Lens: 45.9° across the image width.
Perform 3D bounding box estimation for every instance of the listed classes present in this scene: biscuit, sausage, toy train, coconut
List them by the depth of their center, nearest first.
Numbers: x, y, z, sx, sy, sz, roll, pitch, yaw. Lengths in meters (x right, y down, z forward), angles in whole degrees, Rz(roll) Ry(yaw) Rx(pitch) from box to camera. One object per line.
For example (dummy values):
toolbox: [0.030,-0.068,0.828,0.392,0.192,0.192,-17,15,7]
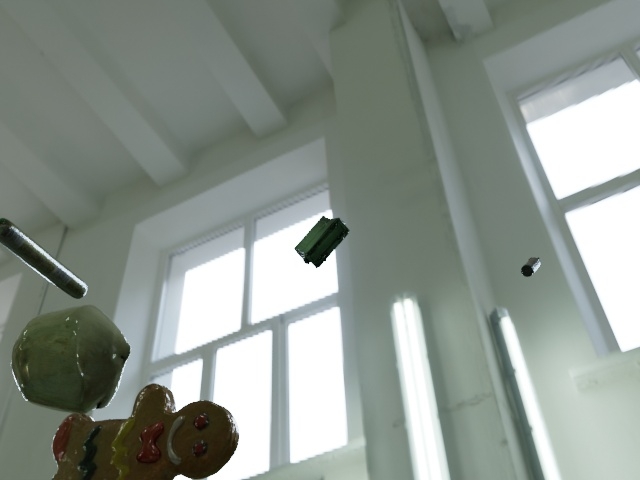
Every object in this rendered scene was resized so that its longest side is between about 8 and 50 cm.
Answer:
biscuit: [-0.208,0.239,0.854,0.250,0.165,0.036,-16,-39,17]
sausage: [-0.401,0.032,1.093,0.033,0.032,0.269,-10,-26,6]
toy train: [0.000,0.000,1.218,0.093,0.056,0.038,-49,-57,-14]
coconut: [-0.466,0.230,1.440,0.224,0.224,0.224,-2,-47,-2]

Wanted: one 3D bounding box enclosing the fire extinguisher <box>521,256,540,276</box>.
fire extinguisher: [0.373,0.047,1.342,0.022,0.083,0.028,42,-64,12]
